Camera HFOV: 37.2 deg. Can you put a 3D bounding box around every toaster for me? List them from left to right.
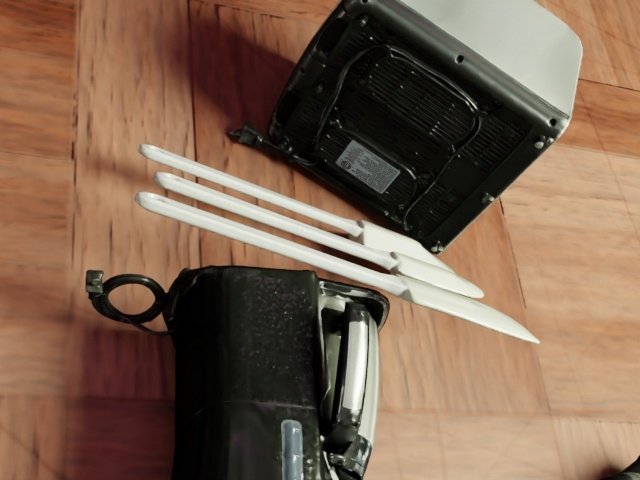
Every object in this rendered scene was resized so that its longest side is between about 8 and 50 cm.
[{"bbox_3d":[0.062,-0.102,0.660,0.185,0.168,0.110,33,49,-5],"label":"toaster"}]

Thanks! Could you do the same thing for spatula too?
[{"bbox_3d":[0.000,0.000,0.588,0.242,0.019,0.168,19,14,-16],"label":"spatula"}]

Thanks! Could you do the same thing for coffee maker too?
[{"bbox_3d":[-0.044,0.115,0.516,0.171,0.120,0.178,-2,56,2],"label":"coffee maker"}]

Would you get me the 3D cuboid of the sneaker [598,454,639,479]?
[{"bbox_3d":[0.140,0.185,0.555,0.124,0.107,0.283,42,51,12],"label":"sneaker"}]
